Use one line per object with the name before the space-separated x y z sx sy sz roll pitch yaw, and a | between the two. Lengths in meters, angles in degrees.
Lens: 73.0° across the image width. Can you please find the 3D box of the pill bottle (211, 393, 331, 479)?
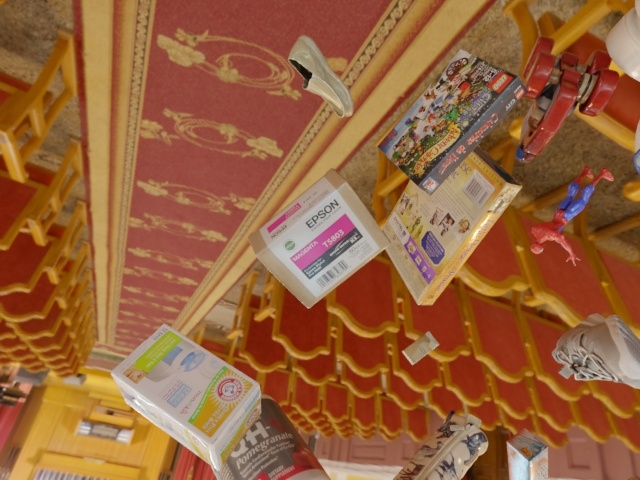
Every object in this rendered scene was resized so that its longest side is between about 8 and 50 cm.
pill bottle | -0.128 0.425 0.870 0.318 0.176 0.176 36 175 47

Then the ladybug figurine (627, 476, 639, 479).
ladybug figurine | 0.319 0.486 0.448 0.305 0.449 0.162 21 151 16

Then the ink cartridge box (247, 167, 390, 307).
ink cartridge box | 0.000 0.000 0.911 0.235 0.088 0.193 -39 123 3

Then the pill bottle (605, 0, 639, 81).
pill bottle | 0.720 -0.468 0.768 0.204 0.204 0.361 14 153 -6

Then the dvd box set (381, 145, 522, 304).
dvd box set | 0.329 -0.071 1.213 0.062 0.307 0.420 6 127 -27

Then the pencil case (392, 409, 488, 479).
pencil case | 0.355 0.711 1.345 0.160 0.410 0.183 21 126 43

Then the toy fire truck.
toy fire truck | 0.555 -0.324 1.047 0.169 0.302 0.254 20 135 11

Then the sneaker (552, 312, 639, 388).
sneaker | 0.425 0.185 0.659 0.115 0.105 0.281 -39 160 13

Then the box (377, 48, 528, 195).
box | 0.227 -0.216 0.786 0.044 0.159 0.233 27 111 -39

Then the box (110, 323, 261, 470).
box | -0.206 0.243 0.686 0.203 0.114 0.103 26 137 20

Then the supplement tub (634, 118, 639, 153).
supplement tub | 0.856 -0.220 0.865 0.316 0.228 0.228 -8 150 -1

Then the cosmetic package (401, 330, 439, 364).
cosmetic package | 0.345 0.372 1.497 0.060 0.115 0.041 51 170 17

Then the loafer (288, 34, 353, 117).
loafer | -0.003 -0.470 1.291 0.268 0.092 0.102 50 171 -19

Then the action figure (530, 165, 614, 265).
action figure | 0.677 -0.052 1.166 0.139 0.280 0.091 46 176 -23

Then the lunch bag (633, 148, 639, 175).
lunch bag | 0.545 -0.113 0.556 0.090 0.176 0.219 -32 164 -11

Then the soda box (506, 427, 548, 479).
soda box | 0.466 0.510 0.971 0.063 0.058 0.183 38 151 56
